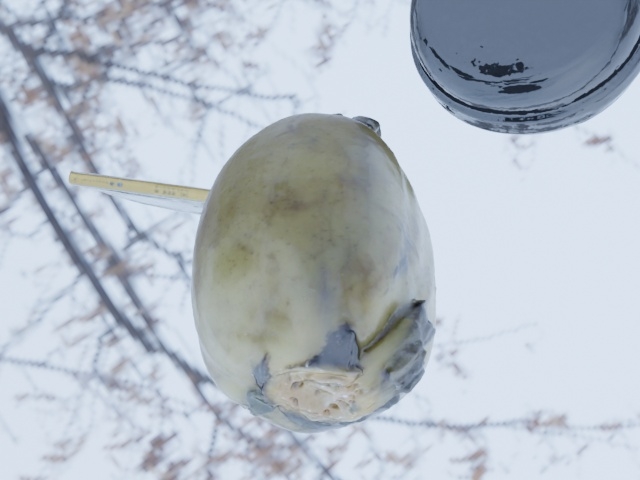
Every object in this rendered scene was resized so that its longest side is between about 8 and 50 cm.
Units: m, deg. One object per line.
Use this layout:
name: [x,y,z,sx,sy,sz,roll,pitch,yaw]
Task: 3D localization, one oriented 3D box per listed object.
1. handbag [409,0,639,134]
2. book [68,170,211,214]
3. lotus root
handbag: [0.211,-0.250,1.518,0.253,0.308,0.093,4,-18,24]
book: [-0.099,-0.042,2.058,0.388,0.269,0.032,9,-93,19]
lotus root: [0.000,0.000,1.123,0.182,0.310,0.183,3,-49,3]
